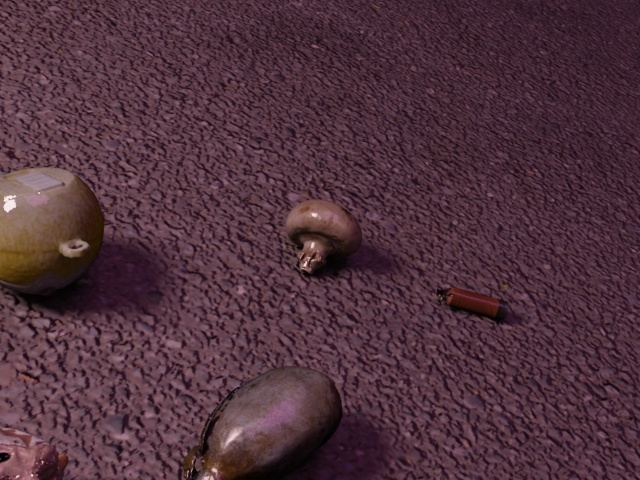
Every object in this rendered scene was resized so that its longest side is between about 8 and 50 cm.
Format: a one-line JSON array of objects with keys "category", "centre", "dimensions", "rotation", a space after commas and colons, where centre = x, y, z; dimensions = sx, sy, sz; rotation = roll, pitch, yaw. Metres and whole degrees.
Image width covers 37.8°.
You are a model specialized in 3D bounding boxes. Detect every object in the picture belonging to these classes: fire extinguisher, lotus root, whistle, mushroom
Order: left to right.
[{"category": "whistle", "centre": [-0.285, -0.015, 0.872], "dimensions": [0.223, 0.123, 0.123], "rotation": [21, 30, 39]}, {"category": "lotus root", "centre": [-0.047, 0.156, 0.766], "dimensions": [0.165, 0.088, 0.088], "rotation": [-30, 58, -35]}, {"category": "mushroom", "centre": [0.000, 0.000, 1.000], "dimensions": [0.085, 0.085, 0.079], "rotation": [19, 65, -1]}, {"category": "fire extinguisher", "centre": [0.164, 0.065, 1.021], "dimensions": [0.083, 0.028, 0.022], "rotation": [16, 69, -6]}]

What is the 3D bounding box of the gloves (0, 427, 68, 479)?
[{"category": "gloves", "centre": [-0.239, 0.181, 0.636], "dimensions": [0.110, 0.094, 0.144], "rotation": [13, 43, 10]}]
